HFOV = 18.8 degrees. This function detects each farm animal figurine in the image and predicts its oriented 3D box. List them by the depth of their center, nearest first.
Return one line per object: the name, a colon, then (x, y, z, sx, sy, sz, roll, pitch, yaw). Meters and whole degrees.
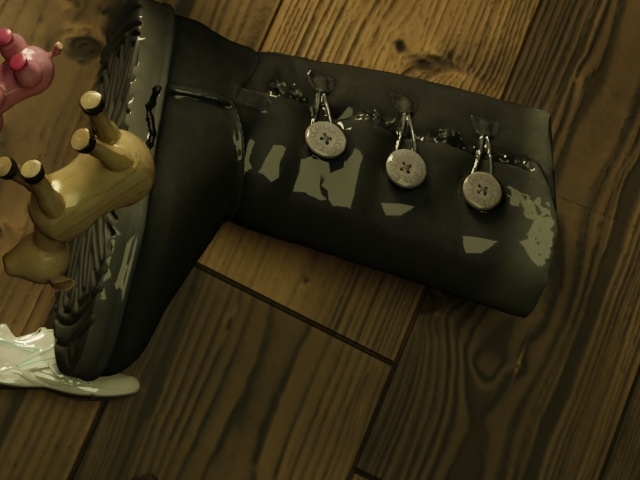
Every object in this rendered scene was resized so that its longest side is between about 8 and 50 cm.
farm animal figurine: (-0.318, -0.015, 1.632, 0.330, 0.172, 0.326, 17, 72, 26)

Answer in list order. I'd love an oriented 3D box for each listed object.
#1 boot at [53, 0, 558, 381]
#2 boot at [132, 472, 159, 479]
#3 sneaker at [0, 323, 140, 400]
boot: (0.000, -0.002, 1.795, 0.445, 0.146, 0.367, 17, 71, -22)
boot: (-0.124, 0.246, 1.777, 0.114, 0.037, 0.106, 46, 67, -5)
sneaker: (-0.233, 0.110, 1.740, 0.152, 0.054, 0.061, 12, 76, -19)
